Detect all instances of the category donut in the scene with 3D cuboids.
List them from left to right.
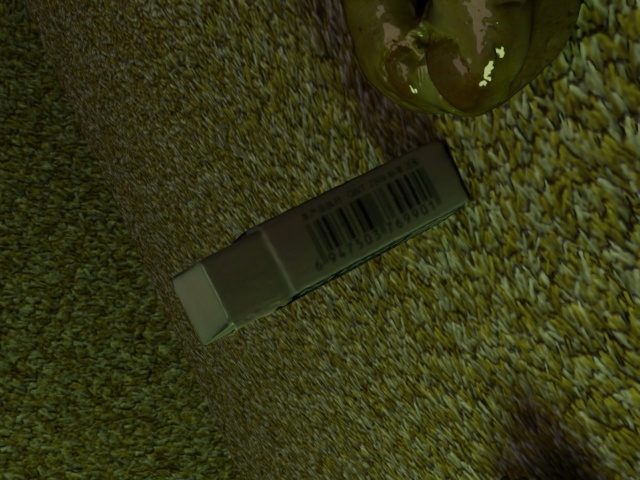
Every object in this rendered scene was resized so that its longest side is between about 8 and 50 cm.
[{"bbox_3d":[0.101,-0.225,0.726,0.209,0.128,0.261,20,130,56],"label":"donut"}]

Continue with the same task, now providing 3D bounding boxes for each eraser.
[{"bbox_3d":[0.000,0.000,0.948,0.086,0.287,0.130,62,156,2],"label":"eraser"}]

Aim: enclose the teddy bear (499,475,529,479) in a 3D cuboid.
[{"bbox_3d":[0.276,0.409,0.937,0.357,0.225,0.367,121,136,-63],"label":"teddy bear"}]
